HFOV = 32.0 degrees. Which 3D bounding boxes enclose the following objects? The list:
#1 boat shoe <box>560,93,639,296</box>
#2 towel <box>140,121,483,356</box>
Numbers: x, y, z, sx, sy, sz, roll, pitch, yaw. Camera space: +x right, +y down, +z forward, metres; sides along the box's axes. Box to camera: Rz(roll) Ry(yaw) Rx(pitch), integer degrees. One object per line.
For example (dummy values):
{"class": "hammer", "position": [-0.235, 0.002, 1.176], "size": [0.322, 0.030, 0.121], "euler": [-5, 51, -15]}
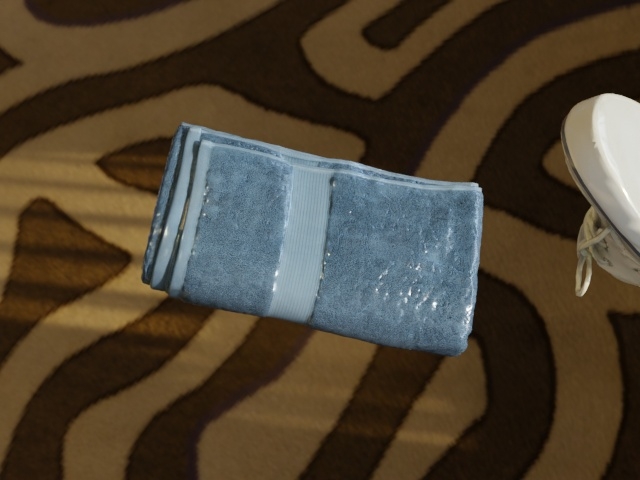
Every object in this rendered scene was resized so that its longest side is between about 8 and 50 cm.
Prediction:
{"class": "boat shoe", "position": [0.309, 0.000, 1.084], "size": [0.156, 0.367, 0.136], "euler": [-18, 49, 42]}
{"class": "towel", "position": [0.000, 0.000, 0.398], "size": [0.119, 0.029, 0.067], "euler": [13, 61, -7]}
